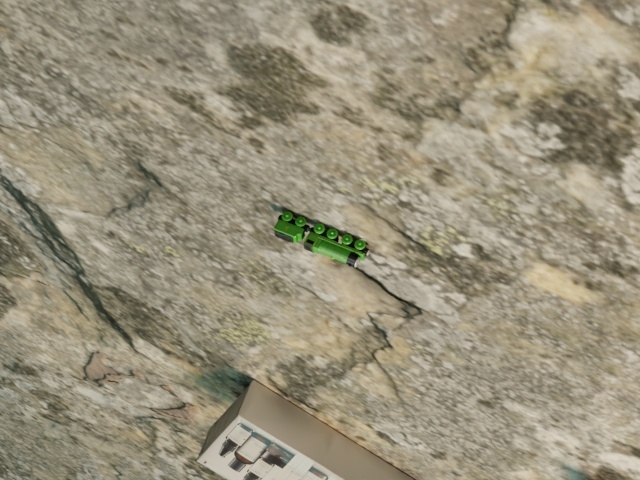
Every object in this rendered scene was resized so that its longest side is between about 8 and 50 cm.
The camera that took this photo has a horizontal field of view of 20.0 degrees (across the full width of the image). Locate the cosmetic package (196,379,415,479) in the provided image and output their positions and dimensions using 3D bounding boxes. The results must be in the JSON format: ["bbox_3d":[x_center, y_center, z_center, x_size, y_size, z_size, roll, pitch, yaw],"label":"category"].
[{"bbox_3d":[-0.002,0.252,1.904,0.239,0.060,0.099,32,133,-9],"label":"cosmetic package"}]

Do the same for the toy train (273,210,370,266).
[{"bbox_3d":[0.000,0.000,1.486,0.083,0.023,0.017,22,155,15],"label":"toy train"}]
